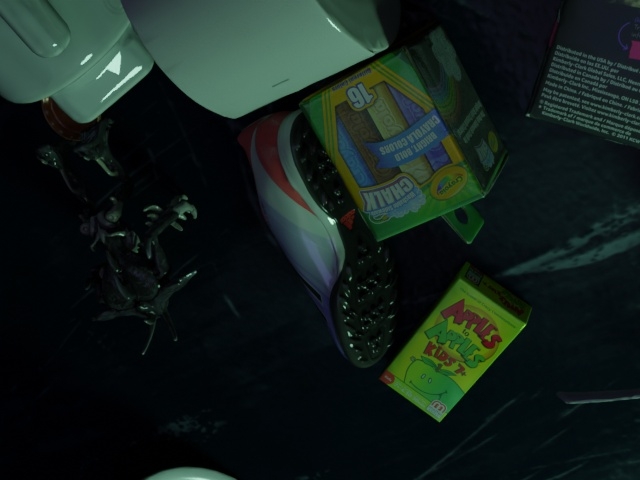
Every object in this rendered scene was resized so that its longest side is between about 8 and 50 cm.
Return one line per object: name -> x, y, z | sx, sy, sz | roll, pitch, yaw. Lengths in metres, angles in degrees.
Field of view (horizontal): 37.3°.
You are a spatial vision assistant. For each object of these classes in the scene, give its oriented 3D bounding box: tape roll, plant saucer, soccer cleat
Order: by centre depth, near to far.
tape roll -> -0.057, -0.260, 0.897 | 0.169, 0.246, 0.246 | -19, 106, 29
soccer cleat -> 0.000, 0.000, 1.097 | 0.116, 0.108, 0.318 | 1, 119, 45
plant saucer -> -0.311, -0.166, 1.185 | 0.083, 0.013, 0.084 | 9, 117, 19

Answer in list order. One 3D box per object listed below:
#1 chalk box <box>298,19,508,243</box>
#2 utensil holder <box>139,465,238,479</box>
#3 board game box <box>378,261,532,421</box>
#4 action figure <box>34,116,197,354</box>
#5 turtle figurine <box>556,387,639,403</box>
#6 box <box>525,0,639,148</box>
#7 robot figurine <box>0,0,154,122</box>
chalk box -> 0.101, -0.093, 0.979 | 0.132, 0.132, 0.213 | -23, 103, 29
utensil holder -> -0.249, 0.552, 1.336 | 0.327, 0.327, 0.385 | 44, 126, -2
board game box -> 0.156, 0.122, 1.114 | 0.092, 0.043, 0.181 | 36, 123, 3
action figure -> -0.232, -0.008, 1.159 | 0.164, 0.141, 0.276 | -22, 95, 27
turtle figurine -> 0.426, 0.129, 0.899 | 0.266, 0.275, 0.198 | 31, 171, 38
box -> 0.292, -0.231, 0.811 | 0.143, 0.165, 0.270 | 20, 120, 13
robot figurine -> -0.330, -0.286, 0.983 | 0.200, 0.300, 0.353 | -42, 127, 0
